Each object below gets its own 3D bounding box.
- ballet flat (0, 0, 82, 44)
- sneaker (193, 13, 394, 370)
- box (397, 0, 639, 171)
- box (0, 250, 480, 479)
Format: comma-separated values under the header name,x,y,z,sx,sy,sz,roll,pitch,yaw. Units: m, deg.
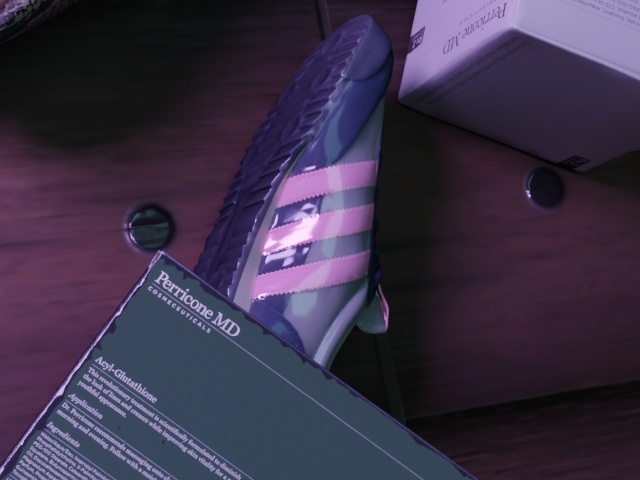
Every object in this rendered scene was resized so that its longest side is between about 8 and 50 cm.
name,x,y,z,sx,sy,sz,roll,pitch,yaw
ballet flat,-0.137,-0.317,1.021,0.182,0.164,0.483,29,62,-46
sneaker,0.000,0.000,1.032,0.131,0.112,0.319,29,74,-21
box,0.183,-0.151,1.102,0.182,0.181,0.119,18,71,-20
box,-0.046,0.160,0.866,0.261,0.103,0.184,37,75,-2
